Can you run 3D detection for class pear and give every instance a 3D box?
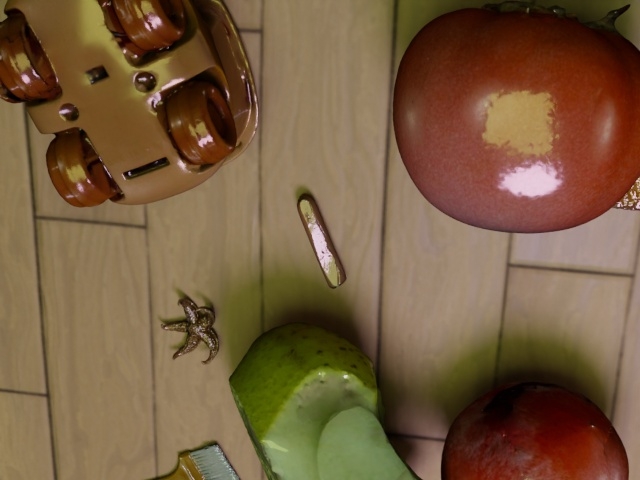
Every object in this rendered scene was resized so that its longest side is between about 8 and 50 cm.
[{"bbox_3d":[0.010,0.228,1.281,0.176,0.286,0.281,-25,84,-11],"label":"pear"}]

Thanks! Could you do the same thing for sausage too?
[{"bbox_3d":[0.000,0.000,1.275,0.026,0.026,0.116,-17,109,17],"label":"sausage"}]

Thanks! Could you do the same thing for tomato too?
[{"bbox_3d":[0.241,0.255,1.246,0.208,0.208,0.184,10,109,6],"label":"tomato"},{"bbox_3d":[0.196,-0.120,1.066,0.256,0.256,0.224,7,97,7],"label":"tomato"}]

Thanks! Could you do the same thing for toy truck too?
[{"bbox_3d":[-0.193,-0.164,1.137,0.204,0.211,0.288,-19,112,17],"label":"toy truck"}]

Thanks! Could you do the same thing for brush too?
[{"bbox_3d":[-0.211,0.330,1.468,0.218,0.010,0.082,-20,109,19],"label":"brush"}]

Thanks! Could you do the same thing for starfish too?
[{"bbox_3d":[-0.157,0.114,1.353,0.078,0.028,0.091,33,118,1],"label":"starfish"}]

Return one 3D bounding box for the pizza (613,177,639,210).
[{"bbox_3d":[0.359,-0.082,1.158,0.195,0.052,0.185,-19,110,13],"label":"pizza"}]
